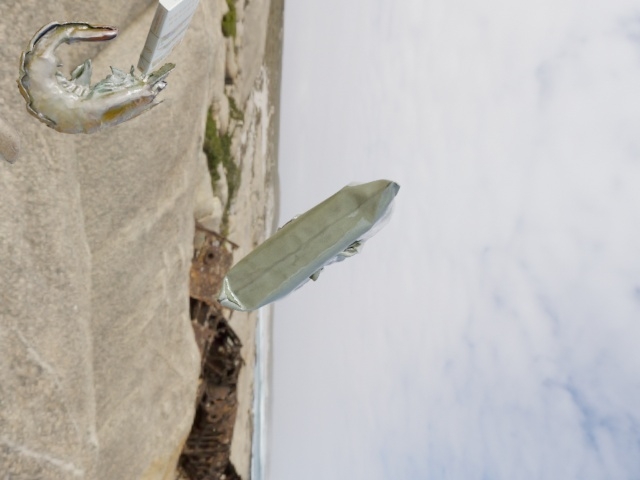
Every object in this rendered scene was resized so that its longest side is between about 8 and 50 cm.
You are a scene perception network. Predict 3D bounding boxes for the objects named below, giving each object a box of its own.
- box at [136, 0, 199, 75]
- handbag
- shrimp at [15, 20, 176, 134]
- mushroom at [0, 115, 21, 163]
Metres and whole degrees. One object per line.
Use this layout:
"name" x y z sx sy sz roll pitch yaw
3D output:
"box" -0.285 -0.412 0.969 0.122 0.032 0.220 -57 -164 -28
"handbag" -0.002 0.002 0.841 0.109 0.315 0.253 54 9 8
"shrimp" -0.352 -0.267 0.803 0.058 0.253 0.173 9 -49 45
"mushroom" -0.796 -0.266 1.188 0.210 0.072 0.094 44 65 -40
